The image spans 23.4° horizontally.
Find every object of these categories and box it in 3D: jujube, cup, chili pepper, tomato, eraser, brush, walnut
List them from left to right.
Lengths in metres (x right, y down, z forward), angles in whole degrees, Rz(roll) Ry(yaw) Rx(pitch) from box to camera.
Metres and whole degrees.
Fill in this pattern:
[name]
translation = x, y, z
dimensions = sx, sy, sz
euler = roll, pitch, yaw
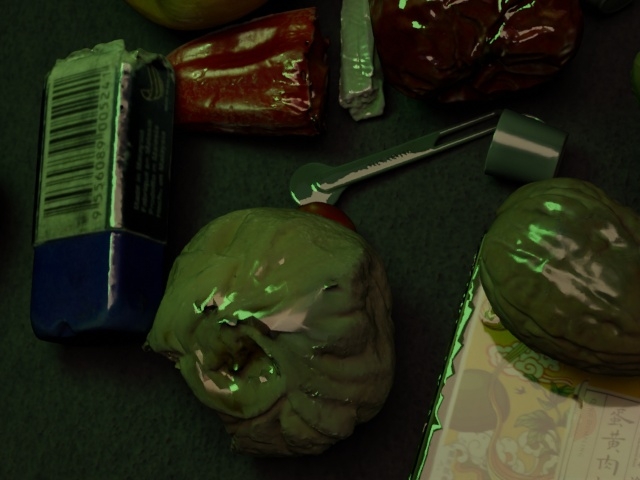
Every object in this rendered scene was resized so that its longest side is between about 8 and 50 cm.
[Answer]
[eraser]
translation = -0.245, -0.052, 1.747
dimensions = 0.155, 0.101, 0.332
euler = -10, 73, 37
[chili pepper]
translation = -0.106, -0.193, 1.807
dimensions = 0.252, 0.136, 0.144
euler = 0, 105, 18
[tomato]
translation = 0.000, 0.000, 1.733
dimensions = 0.087, 0.075, 0.087
euler = -7, 75, 26
[brush]
translation = 0.091, -0.094, 1.782
dimensions = 0.266, 0.027, 0.062
euler = -20, 69, -2
[jujube]
translation = 0.169, -0.260, 1.723
dimensions = 0.232, 0.213, 0.213
euler = -12, 69, 6
[cup]
translation = 0.235, -0.107, 1.737
dimensions = 0.077, 0.078, 0.100
euler = 18, 44, 10
[walnut]
translation = 0.260, 0.042, 1.481
dimensions = 0.230, 0.178, 0.178
euler = 31, 79, 7

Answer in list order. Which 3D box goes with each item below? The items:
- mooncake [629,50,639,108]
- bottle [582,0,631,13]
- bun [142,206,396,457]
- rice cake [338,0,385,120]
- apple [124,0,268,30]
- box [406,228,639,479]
[mooncake]
translation = 0.509, -0.115, 1.516
dimensions = 0.246, 0.393, 0.394
euler = -45, 104, -8
[bottle]
translation = 0.290, -0.382, 1.810
dimensions = 0.096, 0.079, 0.254
euler = -48, 61, 39
[bun]
translation = -0.049, 0.097, 1.607
dimensions = 0.281, 0.205, 0.282
euler = 1, 98, 9
[rice cake]
translation = 0.055, -0.272, 1.834
dimensions = 0.055, 0.049, 0.270
euler = -8, 68, 25
[apple]
translation = -0.152, -0.377, 1.782
dimensions = 0.286, 0.286, 0.233
euler = 29, 72, 18
[box]
translation = 0.290, 0.232, 1.570
dimensions = 0.372, 0.138, 0.420
euler = 14, 75, 14
